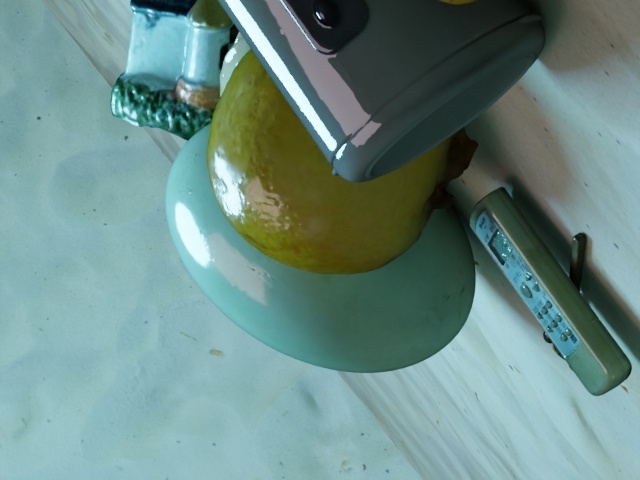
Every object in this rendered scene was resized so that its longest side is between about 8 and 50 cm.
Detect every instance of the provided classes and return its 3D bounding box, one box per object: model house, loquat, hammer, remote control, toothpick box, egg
[{"bbox_3d":[-0.161,-0.298,2.279,0.253,0.184,0.291,-60,-24,-62],"label":"model house"},{"bbox_3d":[0.024,-0.099,1.784,0.275,0.275,0.275,52,170,13],"label":"loquat"},{"bbox_3d":[0.261,0.059,1.821,0.058,0.029,0.292,48,167,24],"label":"hammer"},{"bbox_3d":[0.232,0.053,1.783,0.233,0.038,0.098,56,167,12],"label":"remote control"},{"bbox_3d":[0.014,-0.226,1.454,0.316,0.229,0.229,54,170,7],"label":"toothpick box"},{"bbox_3d":[0.000,0.000,2.045,0.389,0.276,0.276,30,169,1],"label":"egg"}]

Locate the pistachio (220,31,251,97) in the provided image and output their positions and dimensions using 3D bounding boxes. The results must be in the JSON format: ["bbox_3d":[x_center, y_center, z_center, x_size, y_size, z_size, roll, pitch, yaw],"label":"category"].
[{"bbox_3d":[-0.054,-0.180,2.171,0.144,0.144,0.215,42,153,51],"label":"pistachio"}]

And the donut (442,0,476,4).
[{"bbox_3d":[0.082,-0.278,1.267,0.226,0.114,0.226,51,171,12],"label":"donut"}]
